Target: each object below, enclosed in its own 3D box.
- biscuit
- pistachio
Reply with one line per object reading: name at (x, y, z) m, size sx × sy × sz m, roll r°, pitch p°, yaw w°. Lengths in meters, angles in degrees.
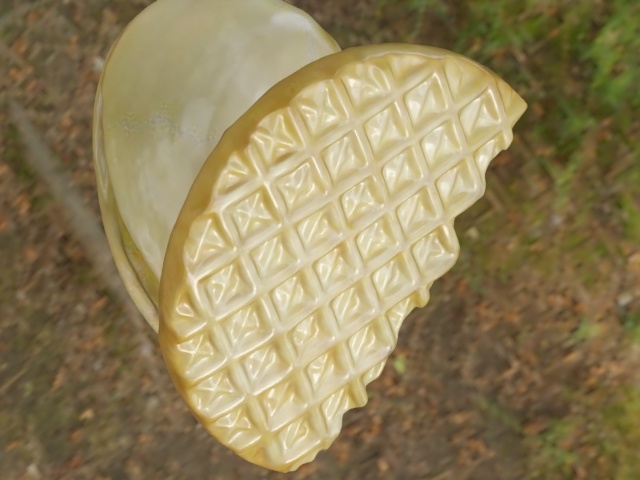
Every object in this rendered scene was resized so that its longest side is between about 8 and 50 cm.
biscuit at (0.000, 0.000, 1.241) m, size 0.205 × 0.040 × 0.309 m, roll 29°, pitch 94°, yaw -38°
pistachio at (-0.070, -0.061, 1.588) m, size 0.238 × 0.229 × 0.321 m, roll -5°, pitch 82°, yaw -24°
